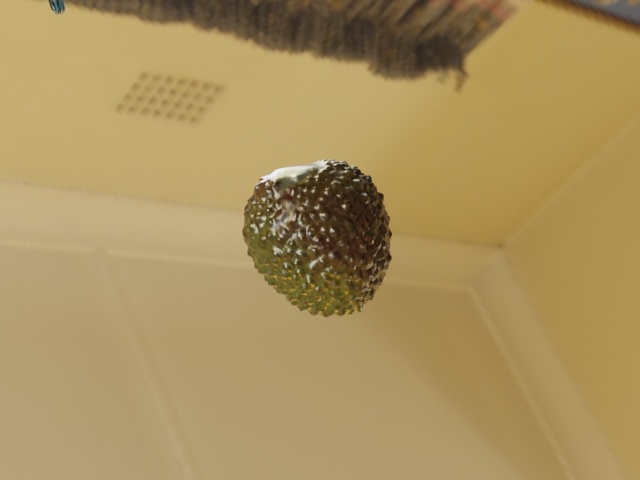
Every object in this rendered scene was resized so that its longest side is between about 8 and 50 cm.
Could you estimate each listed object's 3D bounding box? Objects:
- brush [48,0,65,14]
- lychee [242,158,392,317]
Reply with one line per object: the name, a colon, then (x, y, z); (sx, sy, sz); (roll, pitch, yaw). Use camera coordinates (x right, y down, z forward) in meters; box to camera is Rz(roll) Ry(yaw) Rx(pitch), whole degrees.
brush: (-0.260, -0.284, 1.269); (0.014, 0.164, 0.051); (-22, -154, -19)
lychee: (0.000, 0.000, 1.453); (0.171, 0.171, 0.171); (28, -145, -22)
